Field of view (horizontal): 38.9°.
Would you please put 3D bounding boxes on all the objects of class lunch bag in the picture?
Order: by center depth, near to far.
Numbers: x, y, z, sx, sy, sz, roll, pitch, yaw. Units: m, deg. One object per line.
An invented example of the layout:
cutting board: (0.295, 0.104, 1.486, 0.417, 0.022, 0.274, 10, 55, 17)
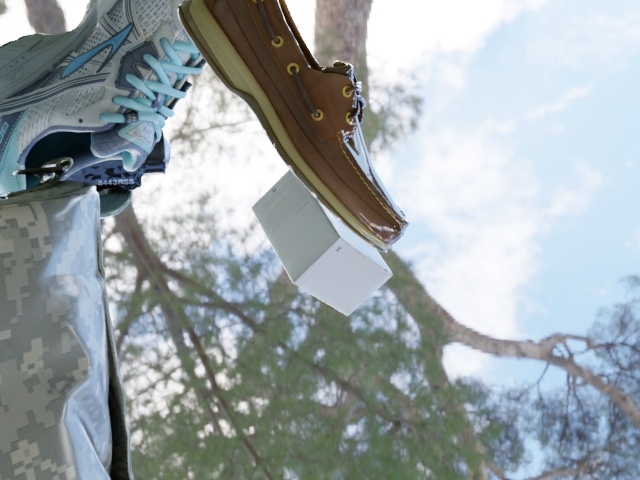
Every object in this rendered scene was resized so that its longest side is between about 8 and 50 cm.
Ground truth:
lunch bag: (-0.227, 0.117, 0.504, 0.255, 0.305, 0.212, -10, -175, -30)

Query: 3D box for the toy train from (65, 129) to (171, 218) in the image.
toy train: (-0.335, -0.122, 0.998, 0.333, 0.142, 0.190, -3, -130, -10)

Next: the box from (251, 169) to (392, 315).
box: (0.000, 0.000, 1.266, 0.091, 0.130, 0.170, -43, -135, 12)

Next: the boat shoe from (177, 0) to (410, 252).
boat shoe: (-0.003, -0.073, 0.498, 0.060, 0.178, 0.064, -37, -173, 8)

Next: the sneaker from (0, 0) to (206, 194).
sneaker: (-0.134, -0.117, 0.665, 0.283, 0.110, 0.122, -33, -117, 13)
